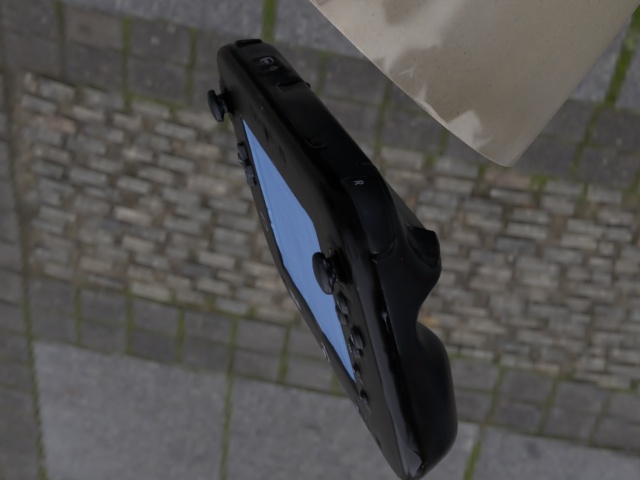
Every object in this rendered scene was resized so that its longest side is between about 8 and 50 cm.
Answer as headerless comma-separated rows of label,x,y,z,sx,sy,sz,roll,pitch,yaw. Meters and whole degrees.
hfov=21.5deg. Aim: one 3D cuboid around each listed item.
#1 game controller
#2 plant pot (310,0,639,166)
game controller,0.000,0.000,0.922,0.067,0.319,0.166,-10,114,-11
plant pot,0.111,-0.226,0.893,0.274,0.256,0.256,-44,123,14
